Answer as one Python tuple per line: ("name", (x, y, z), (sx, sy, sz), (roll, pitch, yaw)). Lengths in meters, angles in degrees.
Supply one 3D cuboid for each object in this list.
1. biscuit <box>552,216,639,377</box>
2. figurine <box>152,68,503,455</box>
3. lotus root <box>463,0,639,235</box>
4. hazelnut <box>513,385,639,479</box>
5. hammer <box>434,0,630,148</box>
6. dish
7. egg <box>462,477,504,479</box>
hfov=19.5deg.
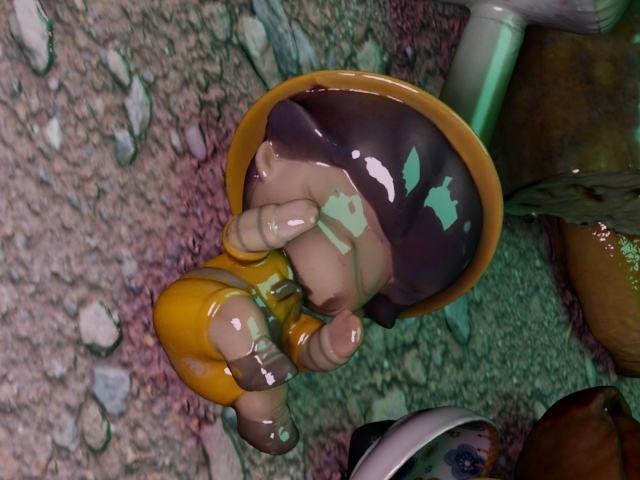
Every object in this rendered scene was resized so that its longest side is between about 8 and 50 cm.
("biscuit", (0.317, -0.018, 1.775), (0.296, 0.102, 0.296), (25, 61, -55))
("figurine", (-0.003, -0.001, 1.221), (0.257, 0.167, 0.192), (-40, 131, -29))
("lotus root", (0.266, -0.148, 1.601), (0.267, 0.149, 0.260), (9, 66, -34))
("hazelnut", (0.237, 0.217, 1.521), (0.170, 0.160, 0.202), (92, 4, -68))
("hammer", (0.119, -0.132, 1.459), (0.119, 0.206, 0.335), (42, 65, -68))
("dish", (0.053, 0.159, 1.343), (0.141, 0.078, 0.141), (-31, 146, -24))
("egg", (0.121, 0.287, 1.293), (0.201, 0.201, 0.244), (-8, 90, -57))
